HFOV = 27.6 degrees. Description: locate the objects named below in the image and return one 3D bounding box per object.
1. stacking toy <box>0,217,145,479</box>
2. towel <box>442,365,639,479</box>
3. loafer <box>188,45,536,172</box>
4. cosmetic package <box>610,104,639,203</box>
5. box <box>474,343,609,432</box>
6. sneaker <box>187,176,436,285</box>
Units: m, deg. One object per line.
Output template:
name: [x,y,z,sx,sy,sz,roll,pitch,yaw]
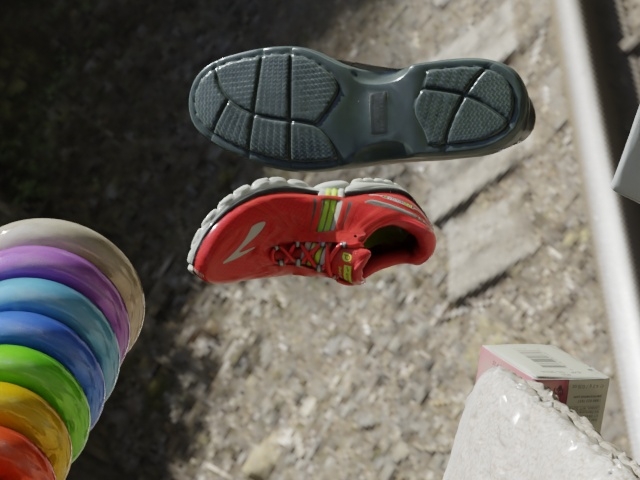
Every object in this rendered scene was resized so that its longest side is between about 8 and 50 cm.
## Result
stacking toy: [-0.209,0.123,0.859,0.141,0.141,0.330,-42,21,24]
towel: [0.092,0.172,0.535,0.187,0.049,0.282,-69,17,5]
loafer: [0.032,-0.092,0.999,0.267,0.084,0.096,5,84,21]
cosmetic package: [0.560,-0.211,1.386,0.329,0.327,0.394,-47,-25,-39]
box: [0.293,0.275,1.817,0.148,0.126,0.232,-149,64,-63]
sneaker: [0.000,0.000,1.355,0.118,0.279,0.107,51,142,43]
